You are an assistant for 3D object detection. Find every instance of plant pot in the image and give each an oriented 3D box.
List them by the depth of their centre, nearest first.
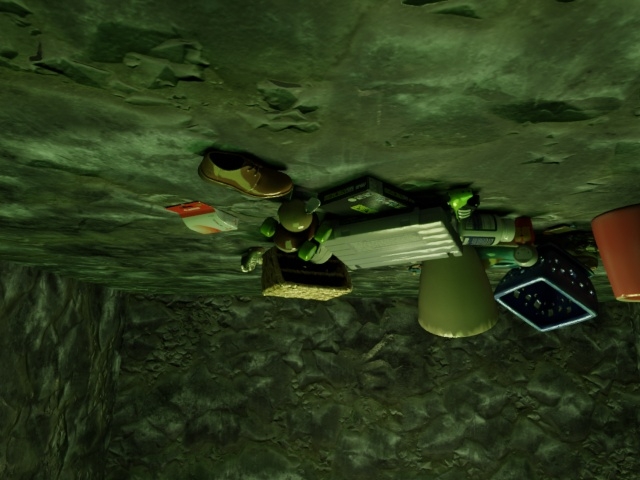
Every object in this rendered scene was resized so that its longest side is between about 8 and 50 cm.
[{"bbox_3d":[0.941,0.044,1.201,0.275,0.243,0.275,2,166,1],"label":"plant pot"},{"bbox_3d":[0.425,0.125,1.356,0.257,0.273,0.256,-12,-161,4],"label":"plant pot"},{"bbox_3d":[0.791,0.150,1.472,0.236,0.212,0.236,35,146,-3],"label":"plant pot"}]

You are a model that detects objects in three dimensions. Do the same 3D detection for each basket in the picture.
[{"bbox_3d":[-0.051,0.101,1.584,0.299,0.213,0.223,9,161,-24],"label":"basket"}]

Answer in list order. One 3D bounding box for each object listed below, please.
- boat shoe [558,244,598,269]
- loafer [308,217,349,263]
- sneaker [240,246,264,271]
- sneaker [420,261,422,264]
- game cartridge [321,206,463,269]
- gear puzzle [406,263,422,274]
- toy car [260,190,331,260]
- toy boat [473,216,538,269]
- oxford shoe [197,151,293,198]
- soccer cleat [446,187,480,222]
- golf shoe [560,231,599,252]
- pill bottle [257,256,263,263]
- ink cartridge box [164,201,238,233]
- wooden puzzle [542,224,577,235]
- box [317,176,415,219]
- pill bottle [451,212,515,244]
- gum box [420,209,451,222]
[{"bbox_3d":[0.981,0.099,1.660,0.324,0.119,0.123,10,164,-30],"label":"boat shoe"},{"bbox_3d":[0.000,0.000,1.409,0.112,0.112,0.319,12,156,-18],"label":"loafer"},{"bbox_3d":[-0.293,0.088,1.806,0.064,0.086,0.192,10,163,-29],"label":"sneaker"},{"bbox_3d":[0.441,0.118,1.647,0.124,0.178,0.295,-10,164,22],"label":"sneaker"},{"bbox_3d":[0.198,-0.001,1.197,0.355,0.068,0.230,-9,146,29],"label":"game cartridge"},{"bbox_3d":[0.599,0.160,2.088,0.339,0.044,0.175,8,164,-26],"label":"gear puzzle"},{"bbox_3d":[-0.055,-0.070,1.090,0.155,0.149,0.188,31,143,14],"label":"toy car"},{"bbox_3d":[0.599,0.035,1.385,0.268,0.148,0.318,3,166,-4],"label":"toy boat"},{"bbox_3d":[-0.152,-0.144,0.915,0.212,0.076,0.076,8,154,-26],"label":"oxford shoe"},{"bbox_3d":[0.384,-0.089,1.102,0.072,0.060,0.179,-8,160,28],"label":"soccer cleat"},{"bbox_3d":[0.917,0.004,1.416,0.198,0.077,0.094,4,178,17],"label":"golf shoe"},{"bbox_3d":[-0.250,0.084,1.875,0.083,0.043,0.043,1,166,3],"label":"pill bottle"},{"bbox_3d":[-0.364,-0.066,1.298,0.146,0.045,0.179,-7,166,28],"label":"ink cartridge box"},{"bbox_3d":[0.776,-0.037,1.364,0.079,0.014,0.116,5,166,-32],"label":"wooden puzzle"},{"bbox_3d":[0.120,-0.101,1.107,0.191,0.045,0.184,15,158,-40],"label":"box"},{"bbox_3d":[0.474,-0.033,1.240,0.170,0.094,0.094,2,166,0],"label":"pill bottle"},{"bbox_3d":[0.291,-0.052,1.289,0.185,0.041,0.157,-1,166,5],"label":"gum box"}]
